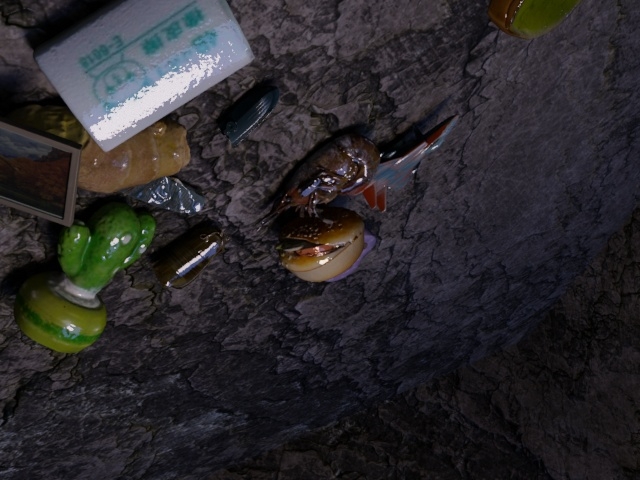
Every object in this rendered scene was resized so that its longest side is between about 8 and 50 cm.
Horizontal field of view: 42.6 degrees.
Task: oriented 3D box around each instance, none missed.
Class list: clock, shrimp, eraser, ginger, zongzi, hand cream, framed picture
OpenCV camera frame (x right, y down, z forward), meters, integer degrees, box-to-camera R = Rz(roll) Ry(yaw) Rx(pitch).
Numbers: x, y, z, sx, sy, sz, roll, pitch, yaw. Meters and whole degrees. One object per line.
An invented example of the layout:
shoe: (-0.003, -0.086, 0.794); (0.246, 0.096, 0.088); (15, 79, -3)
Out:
clock: (0.050, 0.033, 2.239); (0.172, 0.064, 0.198); (-7, 144, -41)
shrimp: (-0.011, -0.115, 1.874); (0.343, 0.116, 0.145); (-35, 130, 11)
eraser: (-0.266, -0.290, 1.268); (0.290, 0.104, 0.189); (-33, 123, -1)
ginger: (-0.383, -0.155, 1.402); (0.354, 0.126, 0.190); (7, 143, -48)
zongzi: (-0.284, 0.043, 1.896); (0.187, 0.084, 0.184); (-36, 168, -3)
hand cream: (-0.318, -0.095, 1.641); (0.075, 0.052, 0.248); (-43, 151, 18)
framed picture: (-0.496, -0.123, 1.270); (0.250, 0.016, 0.184); (20, 136, -7)

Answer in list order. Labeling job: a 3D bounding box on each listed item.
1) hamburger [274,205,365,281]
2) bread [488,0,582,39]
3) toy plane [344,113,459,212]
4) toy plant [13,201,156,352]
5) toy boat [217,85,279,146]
hamburger: (0.004, -0.001, 1.977); (0.237, 0.237, 0.147); (-28, 117, -9)
bread: (0.475, -0.528, 1.758); (0.236, 0.070, 0.236); (-26, 154, -14)
toy plane: (0.199, -0.201, 1.973); (0.326, 0.104, 0.223); (-47, 151, 17)
toy plant: (-0.469, 0.055, 1.643); (0.316, 0.184, 0.224); (-56, 154, 9)
toy boat: (-0.133, -0.247, 1.584); (0.141, 0.055, 0.060); (-41, 175, 15)
